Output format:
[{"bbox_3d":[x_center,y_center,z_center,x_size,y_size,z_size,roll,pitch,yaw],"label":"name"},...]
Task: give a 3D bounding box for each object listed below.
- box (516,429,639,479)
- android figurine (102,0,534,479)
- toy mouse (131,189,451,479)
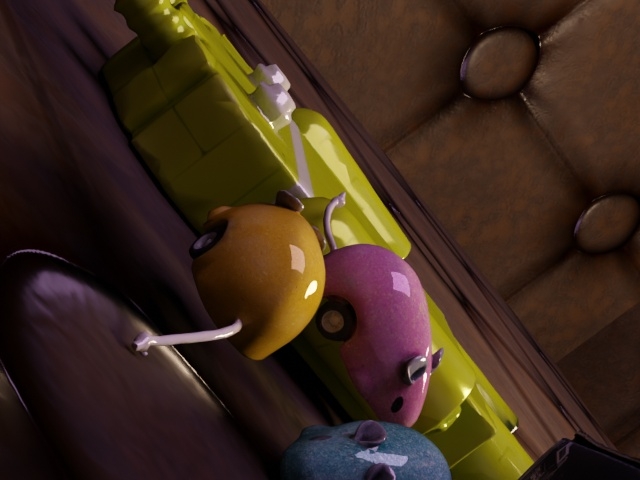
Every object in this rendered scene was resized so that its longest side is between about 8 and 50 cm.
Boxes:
[{"bbox_3d":[0.152,0.185,0.332,0.307,0.076,0.242,47,-3,3],"label":"box"},{"bbox_3d":[0.000,0.000,0.645,0.273,0.056,0.248,53,6,-11],"label":"android figurine"},{"bbox_3d":[0.016,0.043,0.461,0.143,0.031,0.161,57,22,-16],"label":"toy mouse"}]
